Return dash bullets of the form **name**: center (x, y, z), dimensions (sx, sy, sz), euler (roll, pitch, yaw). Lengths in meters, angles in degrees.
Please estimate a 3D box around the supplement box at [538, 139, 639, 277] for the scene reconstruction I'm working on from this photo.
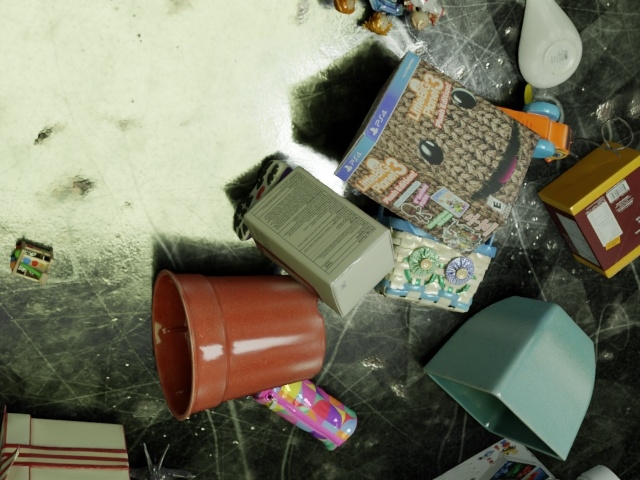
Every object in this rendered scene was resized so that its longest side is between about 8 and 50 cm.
- **supplement box**: center (0.598, -0.066, 1.920), dimensions (0.191, 0.129, 0.194), euler (-37, 114, -4)

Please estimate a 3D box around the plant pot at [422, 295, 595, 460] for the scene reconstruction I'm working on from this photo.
- **plant pot**: center (0.421, 0.259, 1.917), dimensions (0.248, 0.247, 0.252), euler (43, 75, -24)

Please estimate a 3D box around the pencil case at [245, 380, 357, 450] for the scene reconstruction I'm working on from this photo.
- **pencil case**: center (-0.035, 0.335, 1.870), dimensions (0.236, 0.104, 0.104), euler (36, 94, -24)

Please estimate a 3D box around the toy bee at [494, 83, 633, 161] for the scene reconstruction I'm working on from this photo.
- **toy bee**: center (0.429, -0.192, 1.826), dimensions (0.298, 0.162, 0.195), euler (30, 81, 7)

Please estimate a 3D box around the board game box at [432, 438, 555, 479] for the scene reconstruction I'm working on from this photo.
- **board game box**: center (0.340, 0.557, 2.009), dimensions (0.305, 0.193, 0.053), euler (-28, 113, -7)

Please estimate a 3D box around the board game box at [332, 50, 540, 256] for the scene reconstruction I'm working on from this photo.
- **board game box**: center (0.211, -0.155, 1.660), dimensions (0.291, 0.141, 0.232), euler (31, 55, -5)

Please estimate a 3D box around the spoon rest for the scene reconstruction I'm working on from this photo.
- **spoon rest**: center (0.444, -0.426, 1.794), dimensions (0.137, 0.084, 0.276), euler (-18, 125, -10)

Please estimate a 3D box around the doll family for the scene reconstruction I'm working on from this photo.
- **doll family**: center (0.108, -0.460, 1.663), dimensions (0.263, 0.118, 0.163), euler (13, 97, -39)

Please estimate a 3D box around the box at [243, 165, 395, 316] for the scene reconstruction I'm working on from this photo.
- **box**: center (0.000, 0.000, 1.667), dimensions (0.148, 0.232, 0.127), euler (-43, 150, -16)

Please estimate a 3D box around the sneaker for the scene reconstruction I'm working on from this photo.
- **sneaker**: center (-0.099, -0.067, 1.739), dimensions (0.071, 0.068, 0.170), euler (28, 101, -36)

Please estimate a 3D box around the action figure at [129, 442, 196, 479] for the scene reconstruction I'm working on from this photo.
- **action figure**: center (-0.329, 0.546, 1.826), dimensions (0.164, 0.141, 0.275), euler (1, 110, -13)

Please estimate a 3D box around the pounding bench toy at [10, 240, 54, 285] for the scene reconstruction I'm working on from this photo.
- **pounding bench toy**: center (-0.512, 0.043, 1.633), dimensions (0.065, 0.083, 0.052), euler (22, 100, -23)

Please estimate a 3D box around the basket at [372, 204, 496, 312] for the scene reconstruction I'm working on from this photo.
- **basket**: center (0.223, -0.016, 1.779), dimensions (0.255, 0.201, 0.288), euler (12, 87, -15)

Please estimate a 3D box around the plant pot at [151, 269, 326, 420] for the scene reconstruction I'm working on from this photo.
- **plant pot**: center (-0.148, 0.175, 1.707), dimensions (0.265, 0.272, 0.272), euler (-6, 109, -24)

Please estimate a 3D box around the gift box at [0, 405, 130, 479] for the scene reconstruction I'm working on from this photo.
- **gift box**: center (-0.497, 0.456, 1.686), dimensions (0.258, 0.255, 0.276), euler (8, 111, -21)

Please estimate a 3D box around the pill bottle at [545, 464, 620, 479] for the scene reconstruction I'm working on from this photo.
- **pill bottle**: center (0.429, 0.619, 1.825), dimensions (0.408, 0.229, 0.229), euler (-28, 113, -7)
